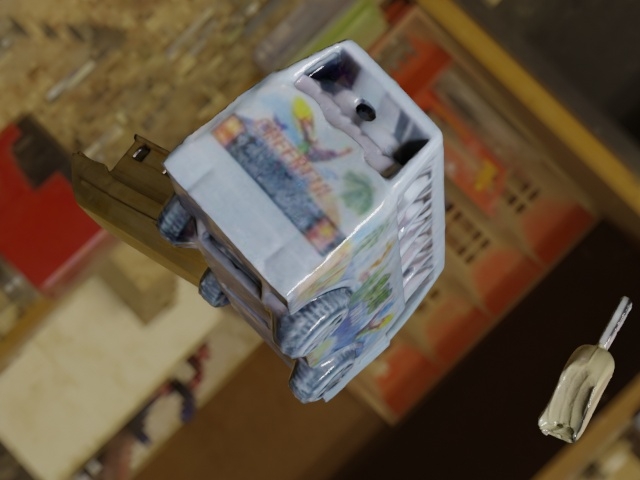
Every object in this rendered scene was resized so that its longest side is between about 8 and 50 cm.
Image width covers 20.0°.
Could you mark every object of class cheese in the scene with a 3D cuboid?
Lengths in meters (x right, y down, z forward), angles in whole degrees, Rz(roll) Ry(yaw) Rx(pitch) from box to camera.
[{"bbox_3d":[0.291,0.139,1.968,0.171,0.047,0.092,-65,166,10],"label":"cheese"}]

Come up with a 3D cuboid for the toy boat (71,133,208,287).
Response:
[{"bbox_3d":[-0.103,-0.020,1.346,0.077,0.200,0.057,-53,146,-12],"label":"toy boat"}]

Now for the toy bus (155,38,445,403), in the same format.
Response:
[{"bbox_3d":[0.000,0.000,1.029,0.136,0.109,0.329,-43,168,-7],"label":"toy bus"}]
